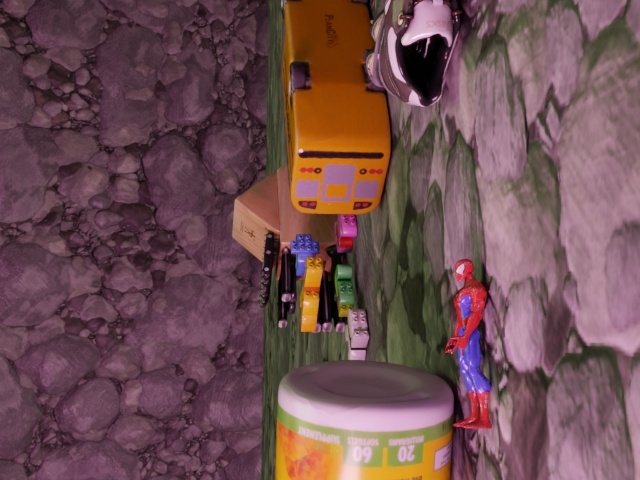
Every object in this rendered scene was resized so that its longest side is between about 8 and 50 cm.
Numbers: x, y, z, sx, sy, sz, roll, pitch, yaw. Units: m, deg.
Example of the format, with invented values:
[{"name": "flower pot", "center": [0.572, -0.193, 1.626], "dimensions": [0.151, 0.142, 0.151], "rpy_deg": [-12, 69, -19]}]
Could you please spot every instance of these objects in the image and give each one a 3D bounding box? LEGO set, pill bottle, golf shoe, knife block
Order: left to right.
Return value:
[{"name": "knife block", "center": [0.000, 0.000, 1.243], "dimensions": [0.275, 0.242, 0.088], "rpy_deg": [-39, -25, -34]}, {"name": "LEGO set", "center": [0.009, 0.038, 1.068], "dimensions": [0.093, 0.087, 0.227], "rpy_deg": [99, 168, -49]}, {"name": "pill bottle", "center": [0.031, 0.229, 0.665], "dimensions": [0.136, 0.136, 0.246], "rpy_deg": [-136, 47, -80]}, {"name": "golf shoe", "center": [0.081, -0.197, 0.647], "dimensions": [0.094, 0.077, 0.198], "rpy_deg": [-118, 21, -53]}]

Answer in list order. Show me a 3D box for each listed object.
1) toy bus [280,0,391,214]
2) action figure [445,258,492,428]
[{"name": "toy bus", "center": [0.010, -0.193, 1.023], "dimensions": [0.130, 0.108, 0.333], "rpy_deg": [97, 171, -47]}, {"name": "action figure", "center": [0.101, 0.070, 0.582], "dimensions": [0.038, 0.030, 0.115], "rpy_deg": [104, 168, -80]}]
